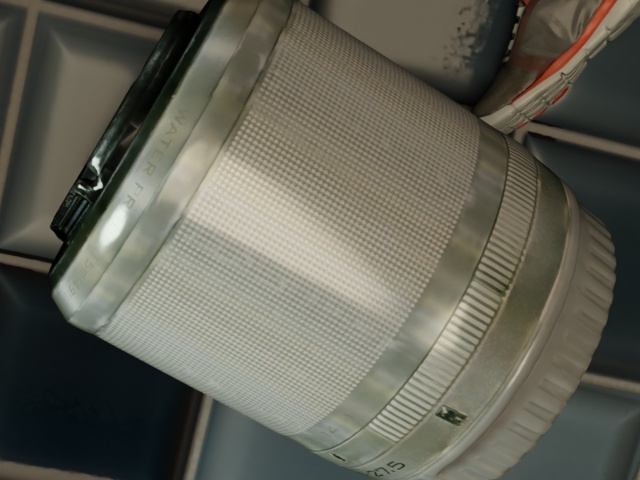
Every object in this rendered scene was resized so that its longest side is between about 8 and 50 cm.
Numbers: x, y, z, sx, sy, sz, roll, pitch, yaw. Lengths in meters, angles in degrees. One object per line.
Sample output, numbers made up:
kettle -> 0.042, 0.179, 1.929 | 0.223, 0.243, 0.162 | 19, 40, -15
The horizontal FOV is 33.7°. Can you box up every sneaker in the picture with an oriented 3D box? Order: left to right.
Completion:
sneaker -> 0.148, -0.134, 0.701 | 0.158, 0.061, 0.065 | -44, 77, 2

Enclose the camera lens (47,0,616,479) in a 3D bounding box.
camera lens -> 0.000, 0.000, 0.615 | 0.274, 0.219, 0.219 | 30, 97, -13
